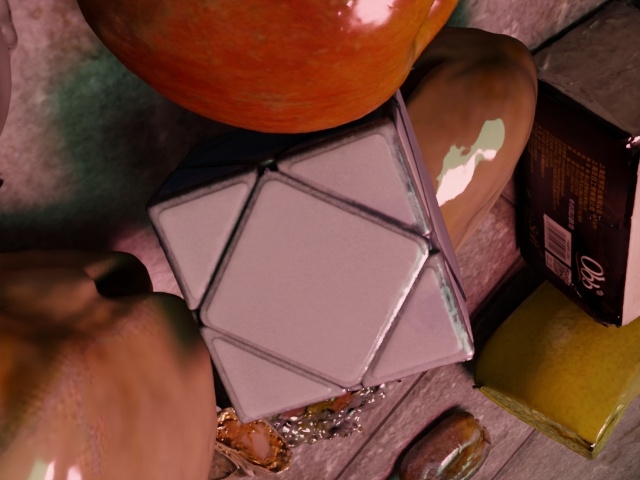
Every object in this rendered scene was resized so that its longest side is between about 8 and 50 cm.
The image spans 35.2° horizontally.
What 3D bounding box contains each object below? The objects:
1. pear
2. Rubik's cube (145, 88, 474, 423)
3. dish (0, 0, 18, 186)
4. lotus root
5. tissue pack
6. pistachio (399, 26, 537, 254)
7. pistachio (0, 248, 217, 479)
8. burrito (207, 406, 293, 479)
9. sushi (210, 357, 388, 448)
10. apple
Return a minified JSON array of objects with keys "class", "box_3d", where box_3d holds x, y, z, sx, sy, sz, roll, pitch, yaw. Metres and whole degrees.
[{"class":"pear","box_3d":[0.392,0.143,1.476,0.318,0.238,0.342,-55,160,-6]},{"class":"Rubik's cube","box_3d":[0.000,0.000,0.854,0.205,0.205,0.207,-17,106,10]},{"class":"dish","box_3d":[-0.290,-0.079,0.703,0.224,0.078,0.246,-37,144,-15]},{"class":"lotus root","box_3d":[0.186,0.353,1.596,0.192,0.088,0.113,-42,128,-5]},{"class":"tissue pack","box_3d":[0.370,-0.077,1.262,0.198,0.210,0.370,-36,144,-19]},{"class":"pistachio","box_3d":[0.110,-0.084,1.021,0.197,0.166,0.288,14,116,-40]},{"class":"pistachio","box_3d":[-0.244,0.179,0.858,0.365,0.281,0.445,-50,159,-16]},{"class":"burrito","box_3d":[-0.124,0.225,1.077,0.087,0.226,0.060,47,53,-15]},{"class":"sushi","box_3d":[-0.007,0.129,1.136,0.274,0.139,0.184,0,126,-41]},{"class":"apple","box_3d":[-0.017,-0.211,0.690,0.301,0.301,0.302,-27,140,-25]}]
